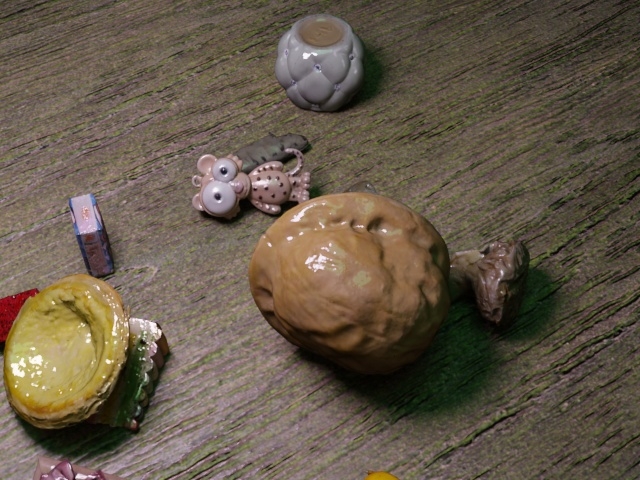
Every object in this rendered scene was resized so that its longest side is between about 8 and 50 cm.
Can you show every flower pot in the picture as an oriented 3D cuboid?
[{"bbox_3d":[0.002,-0.456,2.282,0.246,0.195,0.246,0,53,0],"label":"flower pot"}]

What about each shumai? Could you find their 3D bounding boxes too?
[{"bbox_3d":[0.345,0.079,1.893,0.175,0.166,0.206,10,27,18],"label":"shumai"}]

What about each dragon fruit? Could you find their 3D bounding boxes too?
[{"bbox_3d":[-0.629,0.172,1.853,0.162,0.083,0.106,-15,59,20],"label":"dragon fruit"}]

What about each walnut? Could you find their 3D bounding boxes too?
[{"bbox_3d":[0.071,0.087,1.747,0.383,0.383,0.383,0,52,0],"label":"walnut"}]

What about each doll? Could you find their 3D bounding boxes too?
[{"bbox_3d":[-0.159,-0.130,2.061,0.278,0.154,0.119,-5,7,-5],"label":"doll"}]

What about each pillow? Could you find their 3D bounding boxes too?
[{"bbox_3d":[-0.147,-0.212,2.177,0.241,0.051,0.093,-31,58,-20],"label":"pillow"}]

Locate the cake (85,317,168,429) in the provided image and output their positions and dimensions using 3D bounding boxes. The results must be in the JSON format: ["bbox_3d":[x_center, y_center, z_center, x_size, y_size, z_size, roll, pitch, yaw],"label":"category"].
[{"bbox_3d":[-0.384,0.272,1.799,0.109,0.090,0.225,11,71,7],"label":"cake"}]

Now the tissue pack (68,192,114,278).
[{"bbox_3d":[-0.497,-0.009,1.946,0.065,0.155,0.115,-15,52,-13],"label":"tissue pack"}]

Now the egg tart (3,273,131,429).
[{"bbox_3d":[-0.478,0.220,1.733,0.315,0.120,0.315,-10,65,24],"label":"egg tart"}]

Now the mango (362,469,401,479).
[{"bbox_3d":[0.135,0.493,1.615,0.101,0.066,0.187,-29,62,-31],"label":"mango"}]

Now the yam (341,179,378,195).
[{"bbox_3d":[0.000,0.000,1.964,0.330,0.133,0.133,-33,59,-20],"label":"yam"}]

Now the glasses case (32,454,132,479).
[{"bbox_3d":[-0.448,0.458,1.630,0.193,0.070,0.102,12,54,9],"label":"glasses case"}]
